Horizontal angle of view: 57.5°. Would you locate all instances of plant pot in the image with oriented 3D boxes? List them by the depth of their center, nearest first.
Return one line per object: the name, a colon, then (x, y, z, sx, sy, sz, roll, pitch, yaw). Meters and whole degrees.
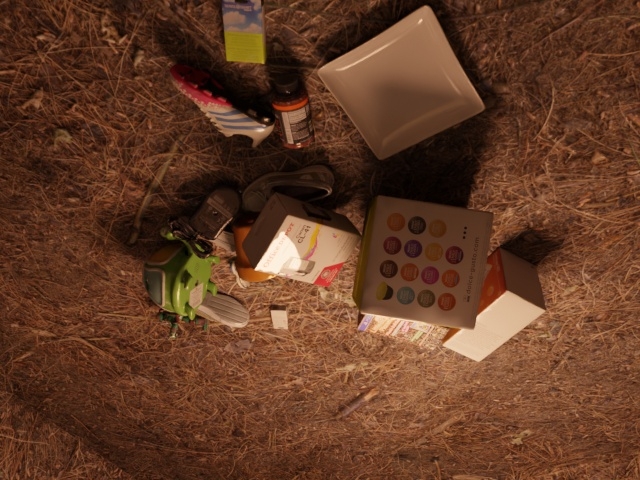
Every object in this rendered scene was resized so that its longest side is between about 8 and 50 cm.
plant pot: (-0.211, 0.009, 1.987, 0.205, 0.205, 0.188, -10, 114, 16)

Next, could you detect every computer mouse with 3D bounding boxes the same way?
computer mouse: (-0.370, -0.087, 1.962, 0.188, 0.072, 0.272, 43, 105, -13)

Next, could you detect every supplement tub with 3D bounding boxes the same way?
supplement tub: (-0.081, -0.370, 1.671, 0.106, 0.106, 0.198, -2, 131, 10)

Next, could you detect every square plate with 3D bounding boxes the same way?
square plate: (0.225, -0.424, 1.617, 0.344, 0.049, 0.347, -23, 125, 27)

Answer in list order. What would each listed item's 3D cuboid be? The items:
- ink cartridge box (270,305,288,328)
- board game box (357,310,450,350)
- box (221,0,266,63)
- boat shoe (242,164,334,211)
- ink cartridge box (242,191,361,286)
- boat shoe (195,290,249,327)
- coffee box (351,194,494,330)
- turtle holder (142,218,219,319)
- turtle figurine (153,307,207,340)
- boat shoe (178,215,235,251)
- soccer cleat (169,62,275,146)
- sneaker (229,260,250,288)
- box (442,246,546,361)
ink cartridge box: (-0.163, 0.310, 2.351, 0.063, 0.029, 0.115, 2, 133, 6)
board game box: (0.294, 0.227, 2.074, 0.291, 0.232, 0.141, 18, 132, -7)
box: (-0.202, -0.565, 1.552, 0.109, 0.042, 0.178, 5, 132, 3)
boat shoe: (-0.110, -0.153, 1.872, 0.320, 0.103, 0.118, -11, 130, 17)
ink cartridge box: (-0.057, 0.005, 1.846, 0.306, 0.131, 0.226, 15, 118, -39)
boat shoe: (-0.426, 0.264, 2.312, 0.302, 0.109, 0.094, 26, 146, -3)
coffee box: (0.288, 0.059, 1.768, 0.334, 0.338, 0.337, 9, 91, -1)
turtle holder: (-0.517, 0.111, 2.082, 0.227, 0.243, 0.320, 16, 144, 17)
turtle figurine: (-0.574, 0.326, 2.349, 0.234, 0.175, 0.118, 2, 109, -6)
boat shoe: (-0.382, -0.043, 2.042, 0.226, 0.083, 0.075, 27, 103, -15)
soccer cleat: (-0.295, -0.378, 1.686, 0.331, 0.116, 0.143, 26, 130, -16)
sneaker: (-0.290, 0.128, 2.190, 0.058, 0.052, 0.135, -14, 129, 14)
box: (0.591, 0.229, 2.045, 0.168, 0.215, 0.345, 26, 130, -15)
